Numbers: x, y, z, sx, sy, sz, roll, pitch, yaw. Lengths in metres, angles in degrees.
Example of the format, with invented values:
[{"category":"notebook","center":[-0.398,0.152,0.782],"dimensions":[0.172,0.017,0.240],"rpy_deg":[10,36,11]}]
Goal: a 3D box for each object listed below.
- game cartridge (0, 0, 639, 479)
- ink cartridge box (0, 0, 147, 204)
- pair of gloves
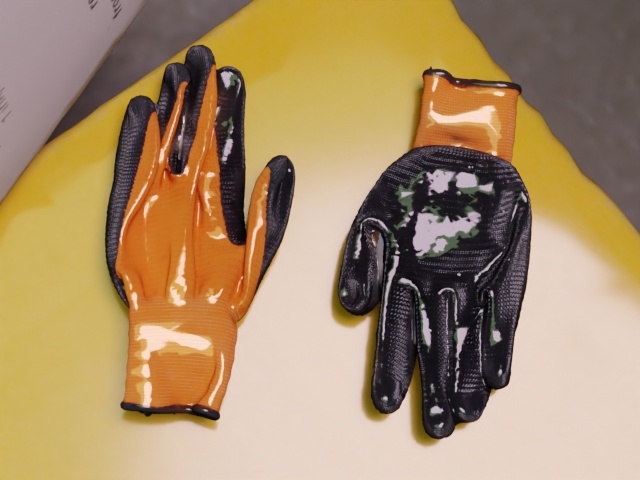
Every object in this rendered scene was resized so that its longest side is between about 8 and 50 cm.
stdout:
[{"category":"game cartridge","center":[-0.003,0.142,0.369],"dimensions":[0.285,0.053,0.324],"rpy_deg":[-36,83,-10]},{"category":"ink cartridge box","center":[-0.159,-0.013,0.327],"dimensions":[0.160,0.092,0.219],"rpy_deg":[29,74,16]},{"category":"pair of gloves","center":[0.000,0.000,0.366],"dimensions":[0.083,0.010,0.074],"rpy_deg":[5,77,-7]}]
